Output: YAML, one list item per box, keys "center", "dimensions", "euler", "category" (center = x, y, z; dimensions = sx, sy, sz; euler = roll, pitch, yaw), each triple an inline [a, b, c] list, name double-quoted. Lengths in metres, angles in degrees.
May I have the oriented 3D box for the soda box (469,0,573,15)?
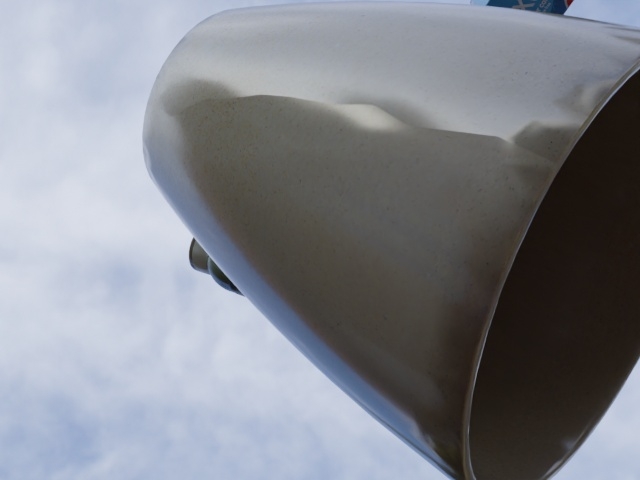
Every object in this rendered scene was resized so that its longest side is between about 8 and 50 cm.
- center: [0.217, -0.268, 1.134]
  dimensions: [0.071, 0.067, 0.210]
  euler: [24, -47, -11]
  category: "soda box"

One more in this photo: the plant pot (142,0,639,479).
- center: [0.041, -0.031, 0.687]
  dimensions: [0.256, 0.274, 0.257]
  euler: [-35, -41, -38]
  category: "plant pot"

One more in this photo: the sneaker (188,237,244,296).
- center: [0.000, 0.000, 0.937]
  dimensions: [0.192, 0.086, 0.064]
  euler: [-22, -50, -34]
  category: "sneaker"
